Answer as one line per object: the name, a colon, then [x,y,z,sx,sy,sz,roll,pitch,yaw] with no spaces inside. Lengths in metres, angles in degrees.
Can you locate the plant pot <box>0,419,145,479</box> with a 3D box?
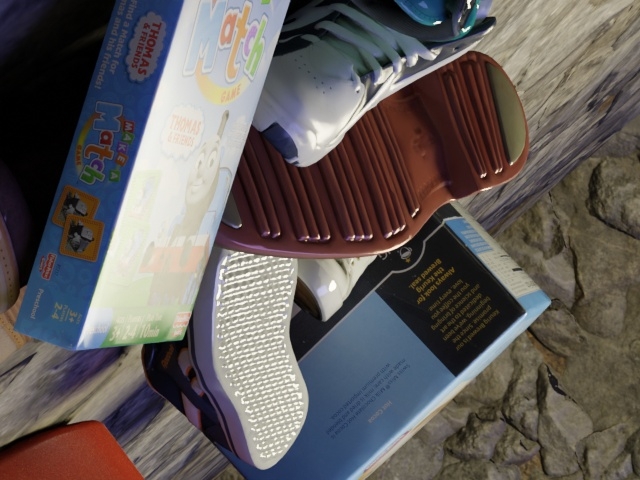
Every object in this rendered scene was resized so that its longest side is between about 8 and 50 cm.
plant pot: [-0.273,0.338,1.654,0.267,0.267,0.236,-44,160,9]

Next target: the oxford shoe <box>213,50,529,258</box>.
oxford shoe: [0.003,-0.048,1.356,0.146,0.140,0.397,-18,176,38]

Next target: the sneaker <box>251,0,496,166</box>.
sneaker: [0.034,-0.135,1.152,0.153,0.094,0.235,-41,173,21]

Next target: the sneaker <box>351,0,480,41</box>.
sneaker: [0.078,-0.207,0.971,0.178,0.124,0.295,-49,177,-31]

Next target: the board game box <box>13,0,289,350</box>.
board game box: [-0.080,-0.051,0.934,0.160,0.039,0.211,3,104,-75]

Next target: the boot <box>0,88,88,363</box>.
boot: [-0.140,-0.048,0.964,0.207,0.090,0.248,-54,172,-21]

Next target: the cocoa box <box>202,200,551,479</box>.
cocoa box: [0.043,0.107,1.981,0.347,0.228,0.231,-44,171,11]

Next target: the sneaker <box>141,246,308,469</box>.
sneaker: [-0.096,0.072,1.594,0.126,0.127,0.321,-44,149,-31]

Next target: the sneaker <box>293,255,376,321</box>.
sneaker: [0.000,0.000,1.726,0.123,0.106,0.290,-46,-177,-2]
